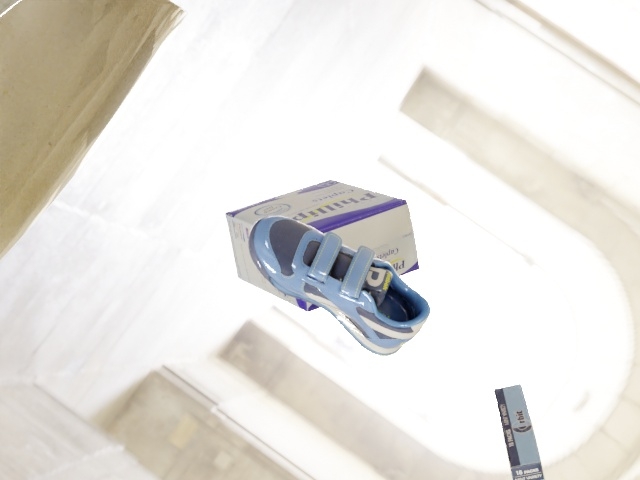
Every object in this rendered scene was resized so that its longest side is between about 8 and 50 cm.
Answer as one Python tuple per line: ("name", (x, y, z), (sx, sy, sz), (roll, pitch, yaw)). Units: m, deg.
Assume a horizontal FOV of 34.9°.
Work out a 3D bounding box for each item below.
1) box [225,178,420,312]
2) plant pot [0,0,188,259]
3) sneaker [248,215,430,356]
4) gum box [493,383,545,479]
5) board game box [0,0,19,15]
("box", (0.000, 0.000, 0.947), (0.126, 0.072, 0.137), (-20, -159, -28))
("plant pot", (-0.267, -0.096, 0.719), (0.274, 0.256, 0.256), (-64, 174, 7))
("sneaker", (0.016, 0.024, 0.713), (0.059, 0.144, 0.053), (-33, -152, 55))
("gum box", (0.265, 0.303, 1.298), (0.041, 0.184, 0.157), (-13, -153, 9))
("board game box", (-0.213, -0.185, 0.310), (0.224, 0.097, 0.303), (-61, 138, -46))
